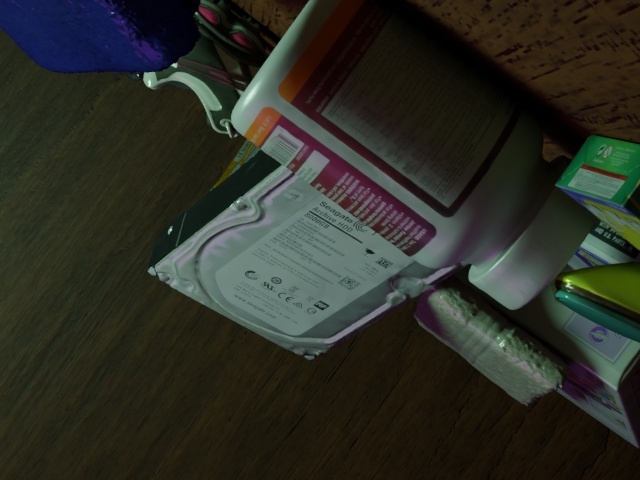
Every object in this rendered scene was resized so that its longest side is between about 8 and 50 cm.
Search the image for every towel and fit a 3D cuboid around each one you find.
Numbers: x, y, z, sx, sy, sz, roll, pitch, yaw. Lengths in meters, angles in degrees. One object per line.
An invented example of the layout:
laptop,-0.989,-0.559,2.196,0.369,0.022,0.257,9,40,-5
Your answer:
towel,-0.236,-0.253,1.085,0.228,0.076,0.308,9,146,50
towel,0.196,0.115,1.704,0.187,0.049,0.282,37,173,6

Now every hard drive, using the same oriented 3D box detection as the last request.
hard drive,0.000,0.000,1.566,0.237,0.064,0.339,31,138,-24

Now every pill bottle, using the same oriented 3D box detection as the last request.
pill bottle,0.063,-0.059,0.932,0.221,0.121,0.121,36,180,-5

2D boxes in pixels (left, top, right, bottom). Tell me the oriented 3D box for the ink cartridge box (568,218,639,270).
ink cartridge box,0.232,0.017,1.110,0.208,0.045,0.206,37,179,-38

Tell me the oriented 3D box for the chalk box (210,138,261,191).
chalk box,0.038,-0.041,1.783,0.289,0.180,0.179,35,180,-12

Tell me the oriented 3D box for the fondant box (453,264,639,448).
fondant box,0.301,0.116,1.764,0.238,0.096,0.330,36,175,24

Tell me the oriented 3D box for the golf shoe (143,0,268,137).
golf shoe,-0.053,-0.145,1.533,0.273,0.120,0.105,34,178,-4

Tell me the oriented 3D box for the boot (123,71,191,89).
boot,-0.346,-0.353,1.669,0.367,0.146,0.445,38,-174,38

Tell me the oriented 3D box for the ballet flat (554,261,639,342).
ballet flat,0.254,0.055,0.939,0.231,0.077,0.077,30,174,-16

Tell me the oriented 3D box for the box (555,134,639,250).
box,0.228,0.010,0.839,0.179,0.043,0.105,34,-179,-14
